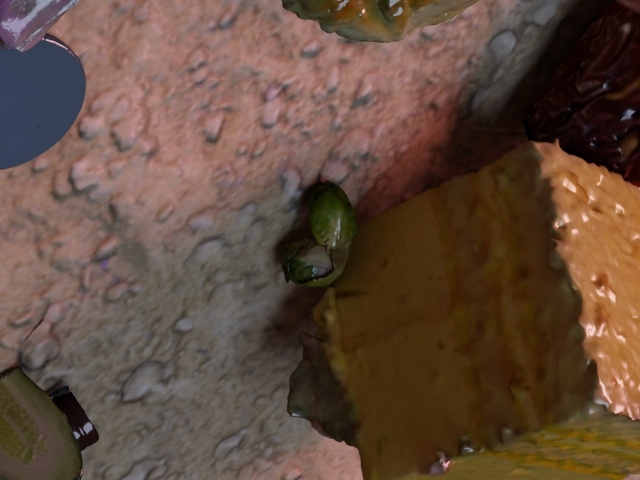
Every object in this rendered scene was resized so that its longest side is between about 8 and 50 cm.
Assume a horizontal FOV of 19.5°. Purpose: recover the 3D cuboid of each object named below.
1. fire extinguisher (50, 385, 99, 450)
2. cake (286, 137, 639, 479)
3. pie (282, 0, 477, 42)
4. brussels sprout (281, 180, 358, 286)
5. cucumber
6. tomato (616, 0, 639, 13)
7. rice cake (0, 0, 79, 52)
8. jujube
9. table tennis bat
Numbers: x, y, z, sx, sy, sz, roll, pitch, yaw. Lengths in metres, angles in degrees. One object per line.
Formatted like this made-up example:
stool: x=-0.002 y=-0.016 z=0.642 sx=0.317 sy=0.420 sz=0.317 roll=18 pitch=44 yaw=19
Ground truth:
fire extinguisher: x=-0.237 y=0.166 z=1.352 sx=0.158 sy=0.043 sz=0.064 roll=-31 pitch=112 yaw=-18
cake: x=0.133 y=0.091 z=1.453 sx=0.286 sy=0.222 sz=0.227 roll=-26 pitch=151 yaw=32
pie: x=0.072 y=-0.247 z=1.070 sx=0.306 sy=0.071 sz=0.306 roll=-14 pitch=130 yaw=-18
brussels sprout: x=0.001 y=0.000 z=1.409 sx=0.046 sy=0.051 sz=0.083 roll=-36 pitch=153 yaw=-56
cucumber: x=-0.205 y=0.145 z=1.309 sx=0.067 sy=0.107 sz=0.035 roll=-38 pitch=149 yaw=-12
tomato: x=0.278 y=-0.269 z=1.246 sx=0.265 sy=0.265 sz=0.265 roll=-25 pitch=140 yaw=-24
rice cake: x=-0.102 y=-0.209 z=1.104 sx=0.270 sy=0.055 sz=0.049 roll=-40 pitch=140 yaw=-1
jujube: x=0.268 y=-0.126 z=1.467 sx=0.236 sy=0.168 sz=0.168 roll=-32 pitch=145 yaw=12
table tennis bat: x=-0.211 y=-0.086 z=1.152 sx=0.155 sy=0.019 sz=0.100 roll=-2 pitch=127 yaw=-44
